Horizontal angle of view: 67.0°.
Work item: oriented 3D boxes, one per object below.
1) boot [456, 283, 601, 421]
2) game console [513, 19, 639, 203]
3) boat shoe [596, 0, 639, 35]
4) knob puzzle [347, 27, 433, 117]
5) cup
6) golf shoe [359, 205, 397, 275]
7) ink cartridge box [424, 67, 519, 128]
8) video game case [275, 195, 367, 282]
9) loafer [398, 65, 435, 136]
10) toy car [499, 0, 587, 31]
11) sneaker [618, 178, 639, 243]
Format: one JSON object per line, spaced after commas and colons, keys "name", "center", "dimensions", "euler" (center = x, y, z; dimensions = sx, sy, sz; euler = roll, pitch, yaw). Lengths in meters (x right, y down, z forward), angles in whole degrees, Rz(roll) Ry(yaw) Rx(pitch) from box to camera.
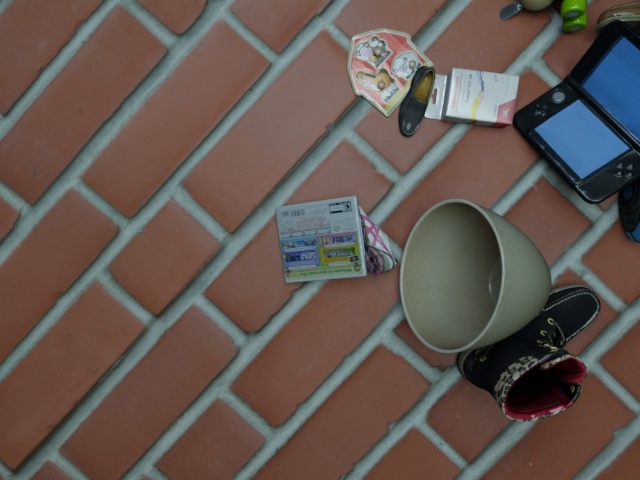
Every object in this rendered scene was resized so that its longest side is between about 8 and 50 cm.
{"name": "boot", "center": [0.507, 0.244, 1.084], "dimensions": [0.377, 0.284, 0.138], "euler": [-30, 93, 4]}
{"name": "game console", "center": [0.617, -0.275, 1.057], "dimensions": [0.250, 0.173, 0.293], "euler": [-34, 67, 4]}
{"name": "boat shoe", "center": [0.786, -0.533, 1.125], "dimensions": [0.307, 0.111, 0.104], "euler": [-4, 90, -8]}
{"name": "knob puzzle", "center": [0.151, -0.431, 1.178], "dimensions": [0.213, 0.030, 0.213], "euler": [0, 94, 2]}
{"name": "cup", "center": [0.369, 0.088, 1.090], "dimensions": [0.237, 0.331, 0.331], "euler": [8, 94, -25]}
{"name": "golf shoe", "center": [0.124, -0.006, 1.198], "dimensions": [0.086, 0.067, 0.186], "euler": [-18, 80, -38]}
{"name": "ink cartridge box", "center": [0.359, -0.341, 1.160], "dimensions": [0.198, 0.067, 0.115], "euler": [7, 94, 1]}
{"name": "video game case", "center": [0.000, 0.000, 1.183], "dimensions": [0.212, 0.023, 0.193], "euler": [-6, 94, 20]}
{"name": "loafer", "center": [0.231, -0.333, 1.159], "dimensions": [0.062, 0.061, 0.170], "euler": [11, 105, -6]}
{"name": "toy car", "center": [0.521, -0.578, 1.132], "dimensions": [0.188, 0.149, 0.155], "euler": [4, 90, 30]}
{"name": "sneaker", "center": [0.805, -0.158, 1.132], "dimensions": [0.139, 0.125, 0.341], "euler": [7, 95, -1]}
